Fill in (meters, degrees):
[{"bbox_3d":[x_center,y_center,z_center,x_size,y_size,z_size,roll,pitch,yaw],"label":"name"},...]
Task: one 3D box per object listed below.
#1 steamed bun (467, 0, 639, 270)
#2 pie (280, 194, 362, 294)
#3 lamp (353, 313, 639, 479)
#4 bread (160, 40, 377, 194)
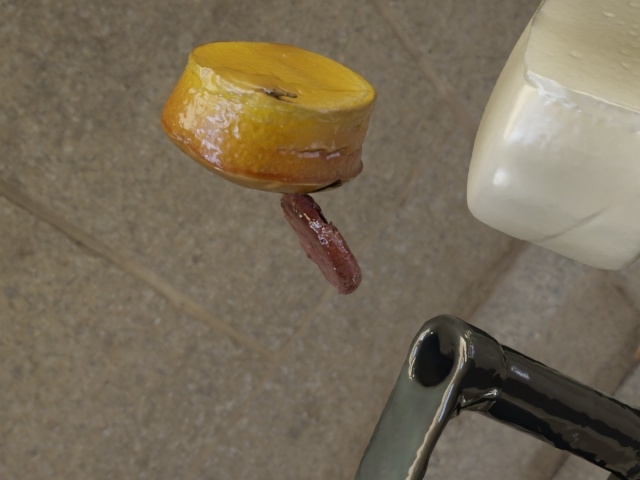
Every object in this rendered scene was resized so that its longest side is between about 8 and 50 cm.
[{"bbox_3d":[0.194,-0.081,0.766,0.242,0.146,0.164,-59,169,-51],"label":"steamed bun"},{"bbox_3d":[0.000,0.000,1.289,0.036,0.154,0.154,-34,137,-9],"label":"pie"},{"bbox_3d":[0.077,0.257,0.382,0.205,0.272,0.374,27,94,-33],"label":"lamp"},{"bbox_3d":[-0.055,-0.141,1.213,0.269,0.195,0.143,-9,128,-46],"label":"bread"}]
